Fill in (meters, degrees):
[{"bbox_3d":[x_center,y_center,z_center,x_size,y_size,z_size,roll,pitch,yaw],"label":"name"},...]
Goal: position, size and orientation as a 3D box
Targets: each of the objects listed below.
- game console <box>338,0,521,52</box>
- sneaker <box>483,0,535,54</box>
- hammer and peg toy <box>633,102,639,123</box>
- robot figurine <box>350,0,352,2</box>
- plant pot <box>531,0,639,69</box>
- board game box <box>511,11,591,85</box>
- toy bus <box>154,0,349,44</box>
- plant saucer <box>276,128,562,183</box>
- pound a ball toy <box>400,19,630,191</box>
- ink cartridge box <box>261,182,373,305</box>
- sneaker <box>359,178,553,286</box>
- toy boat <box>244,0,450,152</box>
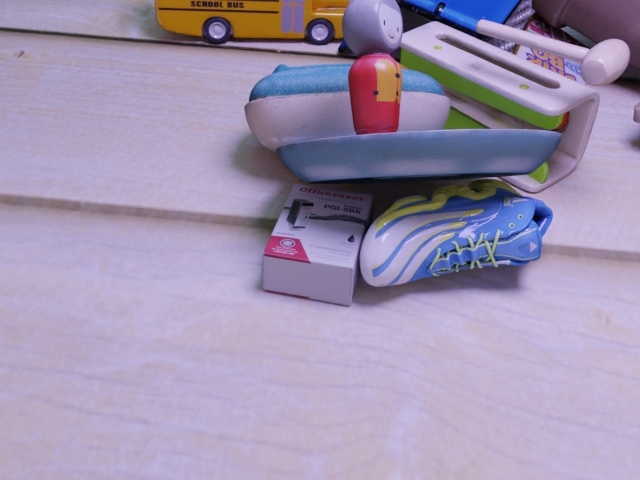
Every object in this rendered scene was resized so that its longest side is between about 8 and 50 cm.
[{"bbox_3d":[0.210,-0.405,1.243,0.250,0.173,0.293,29,56,14],"label":"game console"},{"bbox_3d":[0.313,-0.414,1.328,0.146,0.102,0.293,22,38,29],"label":"sneaker"},{"bbox_3d":[0.647,-0.178,0.973,0.361,0.127,0.266,21,40,41],"label":"hammer and peg toy"},{"bbox_3d":[0.041,-0.584,1.362,0.353,0.300,0.199,-13,-1,31],"label":"robot figurine"},{"bbox_3d":[0.503,-0.384,1.145,0.263,0.263,0.229,-30,77,-34],"label":"plant pot"},{"bbox_3d":[0.364,-0.276,1.168,0.124,0.039,0.259,34,45,-1],"label":"board game box"},{"bbox_3d":[-0.115,-0.423,1.273,0.332,0.130,0.108,-1,39,-5],"label":"toy bus"},{"bbox_3d":[0.108,-0.090,0.834,0.317,0.044,0.317,-1,3,0],"label":"plant saucer"},{"bbox_3d":[0.254,-0.217,0.980,0.135,0.208,0.319,-28,47,-33],"label":"pound a ball toy"},{"bbox_3d":[0.000,0.000,0.813,0.099,0.056,0.135,9,40,8],"label":"ink cartridge box"},{"bbox_3d":[0.158,-0.009,0.785,0.240,0.091,0.126,-27,27,-34],"label":"sneaker"},{"bbox_3d":[0.043,-0.186,0.885,0.267,0.148,0.318,-3,2,-7],"label":"toy boat"}]
